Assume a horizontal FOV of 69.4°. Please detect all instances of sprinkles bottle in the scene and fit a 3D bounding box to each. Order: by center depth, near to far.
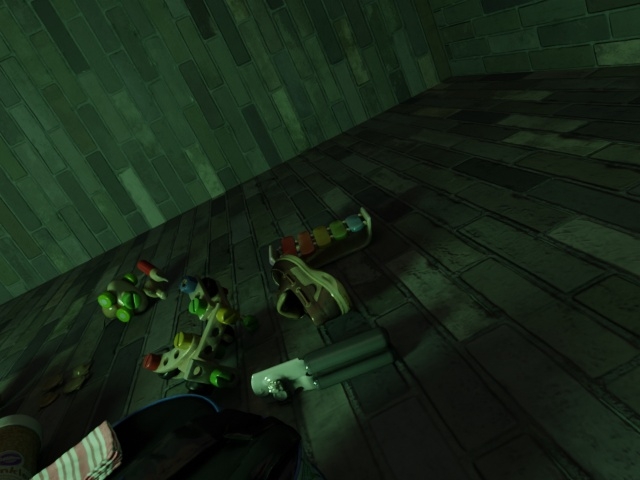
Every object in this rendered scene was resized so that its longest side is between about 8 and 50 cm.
[{"bbox_3d":[-0.635,0.488,0.919,0.121,0.121,0.355,-33,23,-17],"label":"sprinkles bottle"}]

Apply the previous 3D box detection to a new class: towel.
[{"bbox_3d":[-0.444,0.409,0.799,0.197,0.029,0.144,-37,23,-25],"label":"towel"}]

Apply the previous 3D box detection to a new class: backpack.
[{"bbox_3d":[-0.112,0.344,0.540,0.277,0.213,0.263,4,44,42],"label":"backpack"}]

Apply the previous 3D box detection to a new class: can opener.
[{"bbox_3d":[0.000,0.228,0.861,0.281,0.074,0.093,-22,21,11],"label":"can opener"}]

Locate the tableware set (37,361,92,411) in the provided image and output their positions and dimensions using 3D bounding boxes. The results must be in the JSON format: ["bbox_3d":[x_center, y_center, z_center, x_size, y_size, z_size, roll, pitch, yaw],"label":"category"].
[{"bbox_3d":[-0.742,0.417,1.340,0.169,0.020,0.141,-26,23,-3],"label":"tableware set"}]

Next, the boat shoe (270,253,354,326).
[{"bbox_3d":[-0.058,0.126,1.107,0.123,0.123,0.342,-37,26,-19],"label":"boat shoe"}]

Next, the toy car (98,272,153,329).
[{"bbox_3d":[-0.701,0.236,1.619,0.188,0.149,0.155,-48,6,30],"label":"toy car"}]

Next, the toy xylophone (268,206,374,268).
[{"bbox_3d":[0.000,0.000,1.361,0.323,0.081,0.236,-25,21,-6],"label":"toy xylophone"}]

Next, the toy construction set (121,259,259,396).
[{"bbox_3d":[-0.267,0.187,0.986,0.257,0.308,0.237,-45,32,-22],"label":"toy construction set"}]

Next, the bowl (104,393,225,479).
[{"bbox_3d":[-0.308,0.418,0.771,0.392,0.077,0.391,-22,22,10],"label":"bowl"}]
